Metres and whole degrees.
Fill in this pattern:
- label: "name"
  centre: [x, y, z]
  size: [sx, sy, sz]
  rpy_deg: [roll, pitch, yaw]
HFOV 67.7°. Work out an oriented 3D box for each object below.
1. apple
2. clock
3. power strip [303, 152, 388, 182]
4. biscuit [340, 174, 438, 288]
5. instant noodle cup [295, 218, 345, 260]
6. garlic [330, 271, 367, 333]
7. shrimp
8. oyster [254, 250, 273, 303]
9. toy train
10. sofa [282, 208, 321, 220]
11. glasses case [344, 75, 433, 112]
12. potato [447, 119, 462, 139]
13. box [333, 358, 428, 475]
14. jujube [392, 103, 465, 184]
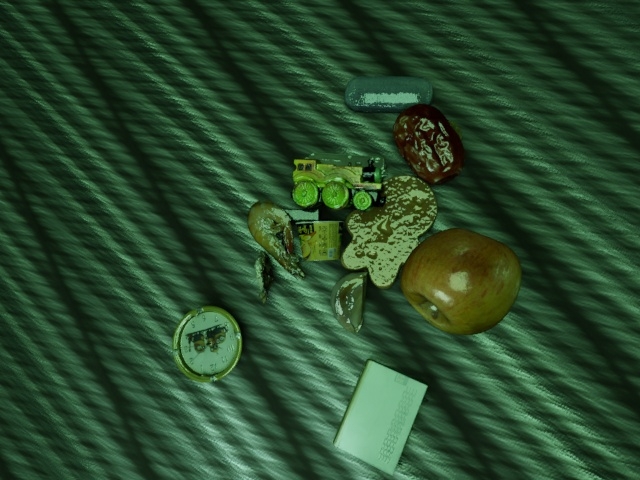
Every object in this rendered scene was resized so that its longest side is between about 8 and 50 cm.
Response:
- label: "apple"
  centre: [0.383, 0.103, 1.294]
  size: [0.299, 0.299, 0.275]
  rpy_deg: [38, 79, 13]
- label: "clock"
  centre: [-0.346, 0.321, 1.489]
  size: [0.236, 0.057, 0.237]
  rpy_deg: [-2, 80, 11]
- label: "power strip"
  centre: [0.081, -0.232, 1.519]
  size: [0.271, 0.052, 0.078]
  rpy_deg: [5, 81, 11]
- label: "biscuit"
  centre: [0.214, -0.035, 1.463]
  size: [0.275, 0.052, 0.355]
  rpy_deg: [26, 83, 14]
- label: "instant noodle cup"
  centre: [0.000, 0.000, 1.448]
  size: [0.151, 0.151, 0.122]
  rpy_deg: [-1, 87, 9]
- label: "garlic"
  centre: [0.080, 0.180, 1.419]
  size: [0.101, 0.087, 0.196]
  rpy_deg: [10, 100, 16]
- label: "shrimp"
  centre: [-0.122, -0.007, 1.487]
  size: [0.287, 0.063, 0.152]
  rpy_deg: [48, 119, 9]
- label: "oyster"
  centre: [-0.173, 0.107, 1.478]
  size: [0.056, 0.106, 0.177]
  rpy_deg: [-7, 42, -8]
- label: "toy train"
  centre: [0.053, -0.168, 1.437]
  size: [0.296, 0.100, 0.161]
  rpy_deg: [6, 91, 15]
- label: "sofa"
  centre: [-0.059, -0.078, 1.510]
  size: [0.117, 0.060, 0.039]
  rpy_deg: [2, 88, 9]
- label: "glasses case"
  centre: [0.217, -0.469, 1.531]
  size: [0.282, 0.067, 0.109]
  rpy_deg: [4, 84, 8]
- label: "potato"
  centre: [0.408, -0.341, 1.490]
  size: [0.051, 0.040, 0.083]
  rpy_deg: [-36, 75, 7]
- label: "box"
  centre: [0.177, 0.505, 1.377]
  size: [0.210, 0.045, 0.270]
  rpy_deg: [21, 84, 12]
- label: "jujube"
  centre: [0.325, -0.290, 1.431]
  size: [0.174, 0.174, 0.251]
  rpy_deg: [-27, 74, 4]
